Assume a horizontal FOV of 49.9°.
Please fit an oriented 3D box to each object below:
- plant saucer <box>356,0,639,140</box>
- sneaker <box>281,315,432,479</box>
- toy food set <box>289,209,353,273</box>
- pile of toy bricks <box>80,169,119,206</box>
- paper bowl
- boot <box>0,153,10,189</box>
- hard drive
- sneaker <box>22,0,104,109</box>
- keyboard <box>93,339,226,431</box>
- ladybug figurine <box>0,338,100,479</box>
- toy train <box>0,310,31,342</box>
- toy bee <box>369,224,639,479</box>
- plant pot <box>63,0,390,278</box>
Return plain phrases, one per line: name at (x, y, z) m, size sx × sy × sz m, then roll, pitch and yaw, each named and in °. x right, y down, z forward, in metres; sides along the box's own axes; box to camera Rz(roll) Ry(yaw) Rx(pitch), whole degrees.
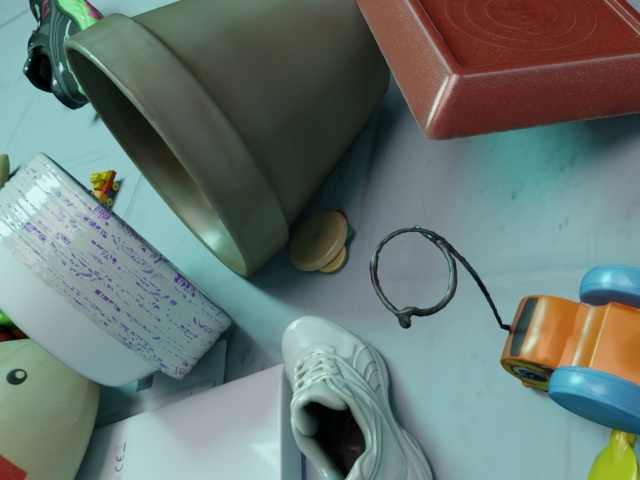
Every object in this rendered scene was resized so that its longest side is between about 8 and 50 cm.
plant saucer at (0.188, -0.208, 0.664) m, size 0.259 × 0.048 × 0.258 m, roll -9°, pitch 47°, yaw -7°
sneaker at (0.012, 0.139, 0.614) m, size 0.090 × 0.115 × 0.232 m, roll -43°, pitch 43°, yaw 7°
toy food set at (0.000, 0.000, 0.794) m, size 0.083 × 0.020 × 0.083 m, roll -5°, pitch 58°, yaw 38°
pile of toy bricks at (-0.416, -0.035, 1.102) m, size 0.118 × 0.105 × 0.212 m, roll -10°, pitch 55°, yaw 35°
paper bowl at (-0.247, 0.049, 0.761) m, size 0.148 × 0.284 × 0.284 m, roll -49°, pitch 42°, yaw -10°
boot at (-0.629, -0.087, 1.333) m, size 0.236 × 0.089 × 0.269 m, roll -36°, pitch 43°, yaw 14°
hard drive at (-0.156, 0.272, 0.715) m, size 0.318 × 0.040 × 0.210 m, roll -24°, pitch 48°, yaw 26°
sneaker at (-0.544, -0.418, 1.427) m, size 0.202 × 0.185 × 0.483 m, roll -44°, pitch 41°, yaw 0°
keyboard at (-0.217, 0.187, 0.851) m, size 0.256 × 0.014 × 0.072 m, roll -21°, pitch 44°, yaw 27°
ladybug figurine at (-0.437, 0.299, 0.795) m, size 0.449 × 0.162 × 0.305 m, roll -56°, pitch 33°, yaw -5°
toy train at (-0.384, 0.111, 0.976) m, size 0.143 × 0.248 × 0.105 m, roll -9°, pitch 72°, yaw -11°
toy bee at (0.204, 0.075, 0.500) m, size 0.298 × 0.162 × 0.195 m, roll 41°, pitch 81°, yaw 23°
plant pot at (-0.080, -0.164, 0.803) m, size 0.280 × 0.323 × 0.323 m, roll -39°, pitch 41°, yaw -14°
